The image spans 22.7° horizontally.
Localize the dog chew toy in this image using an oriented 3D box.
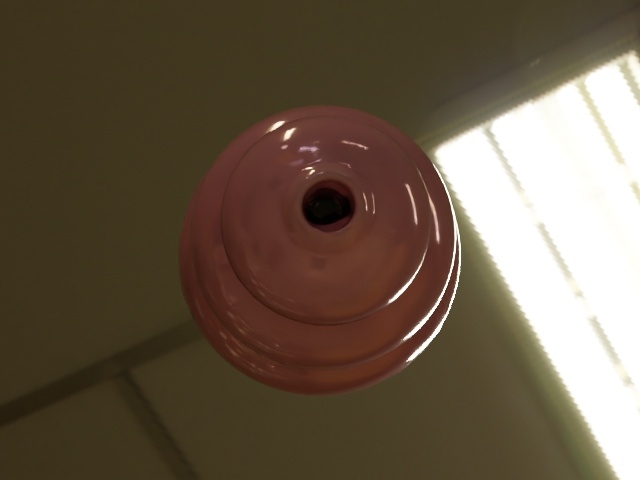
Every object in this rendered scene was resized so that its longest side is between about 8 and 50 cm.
[{"bbox_3d":[0.000,0.000,1.083,0.206,0.332,0.206,0,-97,-1],"label":"dog chew toy"}]
